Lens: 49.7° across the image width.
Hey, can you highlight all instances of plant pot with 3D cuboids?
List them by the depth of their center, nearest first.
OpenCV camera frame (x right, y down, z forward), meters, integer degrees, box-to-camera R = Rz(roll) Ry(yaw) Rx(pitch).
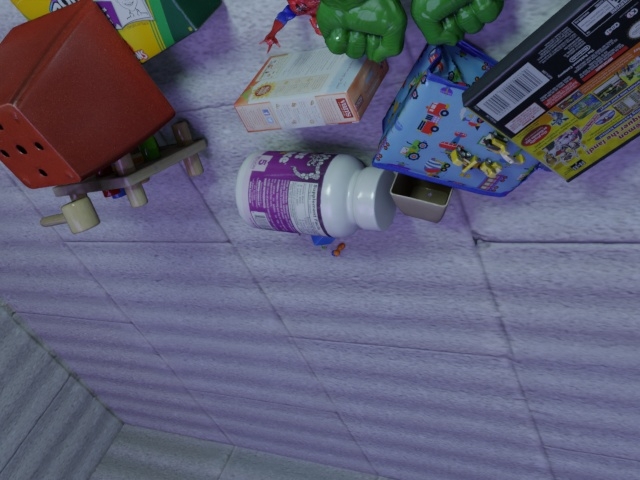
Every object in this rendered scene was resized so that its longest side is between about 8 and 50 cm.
[{"bbox_3d":[-0.488,-0.246,1.290,0.267,0.236,0.267,-3,135,37],"label":"plant pot"},{"bbox_3d":[0.202,-0.095,1.318,0.109,0.109,0.096,15,154,17],"label":"plant pot"}]

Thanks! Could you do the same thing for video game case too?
[{"bbox_3d":[0.390,-0.224,1.000,0.248,0.035,0.275,28,133,-26],"label":"video game case"}]

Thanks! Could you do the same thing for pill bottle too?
[{"bbox_3d":[-0.006,-0.094,1.392,0.301,0.169,0.169,6,138,26],"label":"pill bottle"}]

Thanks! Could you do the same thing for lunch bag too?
[{"bbox_3d":[0.269,-0.182,1.163,0.293,0.138,0.221,22,141,-7],"label":"lunch bag"}]

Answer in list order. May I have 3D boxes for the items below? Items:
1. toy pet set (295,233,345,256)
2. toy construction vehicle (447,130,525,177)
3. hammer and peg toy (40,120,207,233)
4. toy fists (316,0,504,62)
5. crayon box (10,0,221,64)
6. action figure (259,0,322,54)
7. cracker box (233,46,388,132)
[{"bbox_3d":[0.000,0.000,1.584,0.122,0.065,0.114,34,143,-8],"label":"toy pet set"},{"bbox_3d":[0.270,-0.131,1.121,0.098,0.035,0.086,24,138,-29],"label":"toy construction vehicle"},{"bbox_3d":[-0.446,-0.139,1.474,0.265,0.361,0.128,-3,113,36],"label":"hammer and peg toy"},{"bbox_3d":[0.131,-0.342,1.023,0.279,0.096,0.142,-11,147,12],"label":"toy fists"},{"bbox_3d":[-0.409,-0.469,1.256,0.362,0.106,0.313,-13,127,42],"label":"crayon box"},{"bbox_3d":[-0.089,-0.419,1.094,0.091,0.139,0.280,-18,126,46],"label":"action figure"},{"bbox_3d":[-0.016,-0.266,1.203,0.232,0.156,0.067,0,135,33],"label":"cracker box"}]
